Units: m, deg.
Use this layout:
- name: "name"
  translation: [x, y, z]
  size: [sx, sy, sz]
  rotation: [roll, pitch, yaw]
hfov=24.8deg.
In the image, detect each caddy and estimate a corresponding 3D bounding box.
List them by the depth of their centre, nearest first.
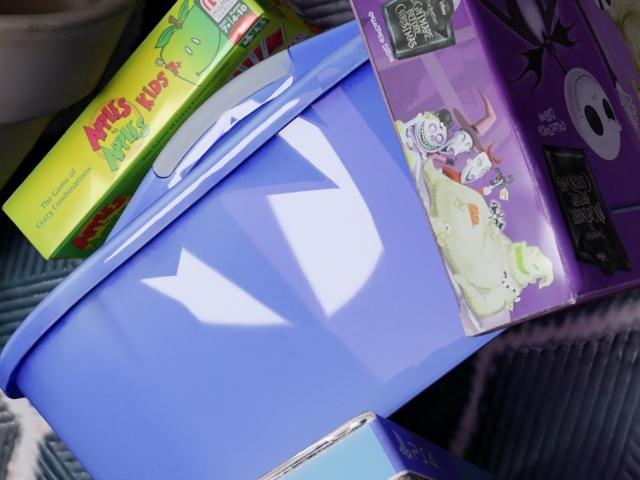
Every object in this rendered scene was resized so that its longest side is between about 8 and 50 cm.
- name: "caddy"
  translation: [0.000, 0.000, 0.704]
  size: [0.341, 0.241, 0.179]
  rotation: [-39, 82, 16]

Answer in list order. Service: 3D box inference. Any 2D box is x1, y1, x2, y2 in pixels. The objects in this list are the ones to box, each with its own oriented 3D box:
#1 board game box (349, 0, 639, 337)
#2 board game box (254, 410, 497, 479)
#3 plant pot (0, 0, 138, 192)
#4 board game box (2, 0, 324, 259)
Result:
- name: "board game box"
  translation: [0.128, -0.087, 0.599]
  size: [0.056, 0.347, 0.208]
  rotation: [-19, 85, 35]
- name: "board game box"
  translation: [0.063, 0.243, 0.605]
  size: [0.141, 0.232, 0.291]
  rotation: [-33, 68, 8]
- name: "plant pot"
  translation: [-0.294, -0.083, 0.800]
  size: [0.323, 0.323, 0.280]
  rotation: [35, 117, 17]
- name: "board game box"
  translation: [-0.086, -0.067, 0.813]
  size: [0.181, 0.092, 0.043]
  rotation: [-47, 74, 14]
